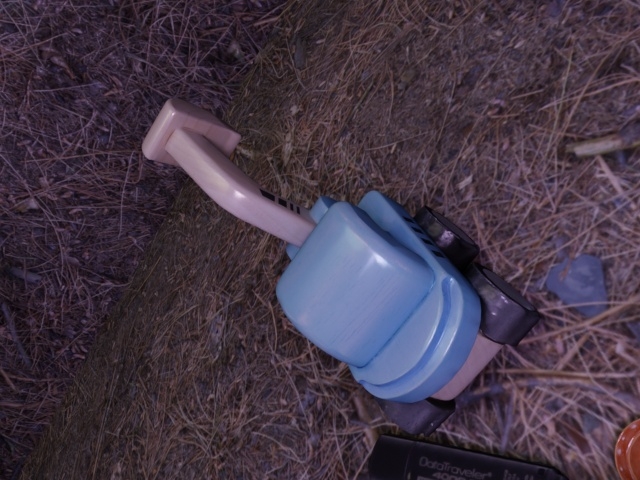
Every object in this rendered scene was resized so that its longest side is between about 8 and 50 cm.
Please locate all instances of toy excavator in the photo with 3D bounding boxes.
[{"bbox_3d":[0.000,0.000,0.710,0.222,0.445,0.433,-52,36,17],"label":"toy excavator"}]

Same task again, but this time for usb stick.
[{"bbox_3d":[0.166,0.293,0.656,0.278,0.045,0.077,-13,52,50],"label":"usb stick"}]

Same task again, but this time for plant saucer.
[{"bbox_3d":[0.329,0.213,0.512,0.083,0.013,0.083,-31,47,39],"label":"plant saucer"}]
